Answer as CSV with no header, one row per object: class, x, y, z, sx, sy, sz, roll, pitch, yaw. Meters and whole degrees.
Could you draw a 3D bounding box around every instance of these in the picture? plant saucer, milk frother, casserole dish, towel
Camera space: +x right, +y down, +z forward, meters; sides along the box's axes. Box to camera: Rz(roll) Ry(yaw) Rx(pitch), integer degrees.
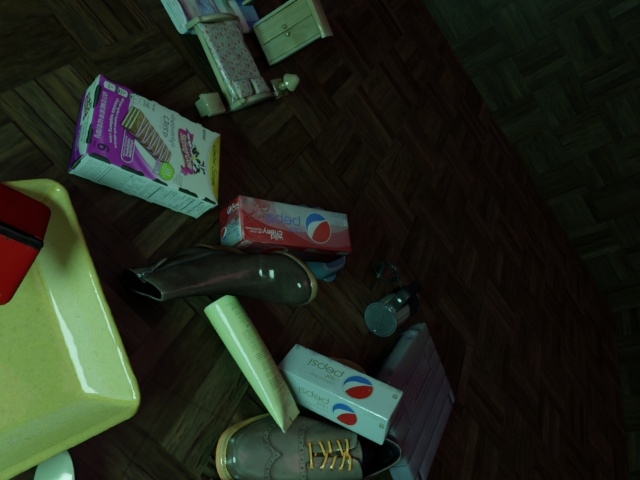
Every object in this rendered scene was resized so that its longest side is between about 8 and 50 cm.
plant saucer,-0.412,0.108,0.563,0.333,0.081,0.332,-17,84,-52
milk frother,0.157,0.134,1.214,0.143,0.129,0.135,29,28,26
casserole dish,0.000,0.000,1.137,0.114,0.037,0.188,-18,83,-52
towel,-0.260,-0.564,1.143,0.285,0.034,0.209,-32,97,-52

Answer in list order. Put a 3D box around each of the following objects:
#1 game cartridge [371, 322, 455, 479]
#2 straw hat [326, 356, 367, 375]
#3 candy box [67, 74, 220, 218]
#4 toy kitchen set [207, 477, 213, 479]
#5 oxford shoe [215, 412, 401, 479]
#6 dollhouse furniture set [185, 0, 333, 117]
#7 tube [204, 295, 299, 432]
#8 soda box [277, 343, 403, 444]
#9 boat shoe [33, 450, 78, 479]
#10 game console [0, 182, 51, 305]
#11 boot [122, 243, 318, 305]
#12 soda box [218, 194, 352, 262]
game cartridge,0.205,0.352,1.127,0.230,0.068,0.355,64,30,-4
straw hat,0.020,0.293,0.972,0.144,0.145,0.061,-45,147,-50
candy box,-0.285,-0.151,0.858,0.234,0.071,0.159,22,55,-42
toy kitchen set,-0.164,0.390,0.714,0.068,0.083,0.075,107,-39,-85
oxford shoe,-0.007,0.353,0.858,0.364,0.133,0.129,18,58,-43
dollhouse furniture set,-0.146,-0.456,1.069,0.355,0.174,0.303,-39,108,-53
tube,-0.111,0.203,0.849,0.070,0.062,0.240,-30,85,-37
soda box,0.029,0.267,0.890,0.074,0.216,0.069,-42,145,-50
boat shoe,-0.307,0.317,0.604,0.043,0.049,0.136,87,-12,-74
game console,-0.399,-0.013,0.569,0.144,0.085,0.124,32,79,-34
boot,-0.153,0.068,0.777,0.207,0.249,0.090,-16,114,-49
soda box,-0.064,-0.016,1.000,0.263,0.083,0.092,7,68,-38
